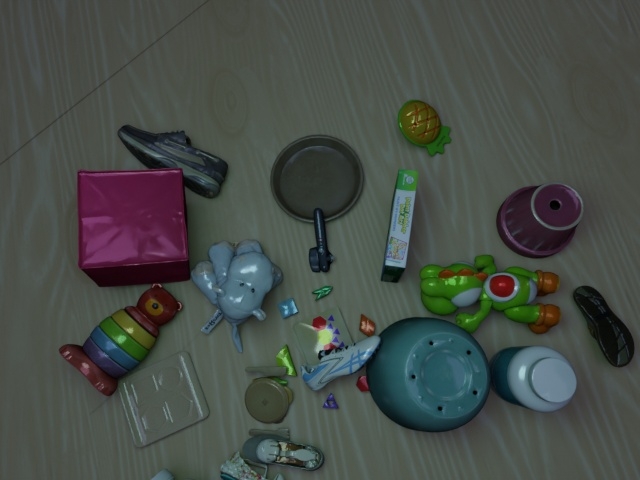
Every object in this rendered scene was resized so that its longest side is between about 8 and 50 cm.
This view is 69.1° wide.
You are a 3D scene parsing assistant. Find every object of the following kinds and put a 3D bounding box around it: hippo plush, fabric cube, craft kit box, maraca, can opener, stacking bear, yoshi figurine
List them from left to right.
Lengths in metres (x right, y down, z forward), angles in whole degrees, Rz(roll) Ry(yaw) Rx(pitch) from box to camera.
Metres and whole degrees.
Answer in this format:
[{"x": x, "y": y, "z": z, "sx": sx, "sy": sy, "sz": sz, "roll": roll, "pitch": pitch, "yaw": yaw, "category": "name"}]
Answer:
[{"x": -0.515, "y": 0.248, "z": 1.265, "sx": 0.175, "sy": 0.164, "sz": 0.289, "roll": 43, "pitch": 72, "yaw": 1, "category": "stacking bear"}, {"x": -0.486, "y": -0.029, "z": 1.243, "sx": 0.254, "sy": 0.258, "sz": 0.259, "roll": -3, "pitch": 75, "yaw": -15, "category": "fabric cube"}, {"x": -0.233, "y": 0.117, "z": 1.207, "sx": 0.234, "sy": 0.236, "sz": 0.294, "roll": 30, "pitch": 79, "yaw": -4, "category": "hippo plush"}, {"x": 0.000, "y": 0.000, "z": 1.310, "sx": 0.073, "sy": 0.059, "sz": 0.186, "roll": -3, "pitch": 97, "yaw": 0, "category": "can opener"}, {"x": 0.204, "y": -0.027, "z": 1.222, "sx": 0.061, "sy": 0.250, "sz": 0.246, "roll": 6, "pitch": 78, "yaw": 6, "category": "craft kit box"}, {"x": 0.307, "y": -0.333, "z": 1.370, "sx": 0.186, "sy": 0.099, "sz": 0.127, "roll": 37, "pitch": 83, "yaw": -14, "category": "maraca"}, {"x": 0.421, "y": 0.141, "z": 1.229, "sx": 0.362, "sy": 0.203, "sz": 0.203, "roll": 10, "pitch": 113, "yaw": -5, "category": "yoshi figurine"}]

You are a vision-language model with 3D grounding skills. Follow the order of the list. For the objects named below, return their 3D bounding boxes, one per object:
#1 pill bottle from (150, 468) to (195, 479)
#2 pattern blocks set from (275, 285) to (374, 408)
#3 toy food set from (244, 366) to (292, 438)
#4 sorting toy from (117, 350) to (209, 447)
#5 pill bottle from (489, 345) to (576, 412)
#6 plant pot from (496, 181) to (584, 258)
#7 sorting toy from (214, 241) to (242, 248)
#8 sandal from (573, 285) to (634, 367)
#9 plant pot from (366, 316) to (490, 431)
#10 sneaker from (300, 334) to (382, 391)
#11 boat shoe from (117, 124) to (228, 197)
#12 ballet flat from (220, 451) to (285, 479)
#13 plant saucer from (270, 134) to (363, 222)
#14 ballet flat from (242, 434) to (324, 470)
[{"x": -0.308, "y": 0.714, "z": 1.116, "sx": 0.323, "sy": 0.181, "sz": 0.181, "roll": 38, "pitch": 82, "yaw": 12, "category": "pill bottle"}, {"x": 0.017, "y": 0.291, "z": 1.273, "sx": 0.286, "sy": 0.026, "sz": 0.324, "roll": -14, "pitch": 76, "yaw": 1, "category": "pattern blocks set"}, {"x": -0.139, "y": 0.428, "z": 1.249, "sx": 0.133, "sy": 0.038, "sz": 0.192, "roll": -2, "pitch": 91, "yaw": 11, "category": "toy food set"}, {"x": -0.431, "y": 0.432, "z": 1.275, "sx": 0.208, "sy": 0.038, "sz": 0.193, "roll": -23, "pitch": 75, "yaw": -6, "category": "sorting toy"}, {"x": 0.501, "y": 0.324, "z": 1.101, "sx": 0.146, "sy": 0.264, "sz": 0.146, "roll": -1, "pitch": 76, "yaw": 5, "category": "pill bottle"}, {"x": 0.593, "y": -0.065, "z": 1.233, "sx": 0.201, "sy": 0.180, "sz": 0.201, "roll": -1, "pitch": 77, "yaw": 4, "category": "plant pot"}, {"x": -0.272, "y": 0.043, "z": 1.358, "sx": 0.083, "sy": 0.045, "sz": 0.075, "roll": -3, "pitch": 95, "yaw": 4, "category": "sorting toy"}, {"x": 0.732, "y": 0.224, "z": 1.217, "sx": 0.090, "sy": 0.060, "sz": 0.219, "roll": -19, "pitch": 61, "yaw": -6, "category": "sandal"}, {"x": 0.269, "y": 0.321, "z": 1.122, "sx": 0.293, "sy": 0.235, "sz": 0.292, "roll": 0, "pitch": 75, "yaw": -1, "category": "plant pot"}, {"x": 0.049, "y": 0.301, "z": 1.182, "sx": 0.237, "sy": 0.085, "sz": 0.086, "roll": -34, "pitch": 92, "yaw": 17, "category": "sneaker"}, {"x": -0.439, "y": -0.259, "z": 1.410, "sx": 0.355, "sy": 0.132, "sz": 0.130, "roll": 30, "pitch": 71, "yaw": 2, "category": "boat shoe"}, {"x": -0.141, "y": 0.617, "z": 1.183, "sx": 0.241, "sy": 0.091, "sz": 0.077, "roll": 28, "pitch": 48, "yaw": 6, "category": "ballet flat"}, {"x": -0.010, "y": -0.182, "z": 1.386, "sx": 0.278, "sy": 0.041, "sz": 0.277, "roll": -1, "pitch": 77, "yaw": 5, "category": "plant saucer"}, {"x": -0.094, "y": 0.539, "z": 1.186, "sx": 0.213, "sy": 0.068, "sz": 0.072, "roll": 10, "pitch": 62, "yaw": -1, "category": "ballet flat"}]
